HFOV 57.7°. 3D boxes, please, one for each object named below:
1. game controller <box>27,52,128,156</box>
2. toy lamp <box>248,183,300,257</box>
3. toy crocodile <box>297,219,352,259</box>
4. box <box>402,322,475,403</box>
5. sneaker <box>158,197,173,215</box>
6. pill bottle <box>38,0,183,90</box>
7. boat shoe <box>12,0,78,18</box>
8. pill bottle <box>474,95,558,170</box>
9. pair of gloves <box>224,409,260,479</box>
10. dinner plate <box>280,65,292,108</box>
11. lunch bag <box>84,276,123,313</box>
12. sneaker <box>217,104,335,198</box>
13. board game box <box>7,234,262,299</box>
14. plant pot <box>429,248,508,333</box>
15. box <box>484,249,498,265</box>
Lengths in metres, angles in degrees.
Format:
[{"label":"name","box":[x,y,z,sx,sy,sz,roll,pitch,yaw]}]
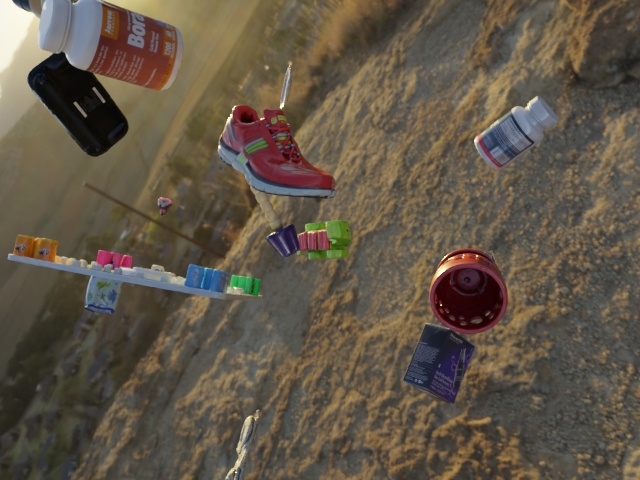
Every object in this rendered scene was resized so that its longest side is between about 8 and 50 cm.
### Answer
[{"label":"game controller","box":[-0.700,-0.397,1.706,0.067,0.319,0.166,23,64,37]},{"label":"toy lamp","box":[-0.132,-0.088,1.404,0.080,0.275,0.080,-26,3,2]},{"label":"toy crocodile","box":[0.000,0.000,1.757,0.340,0.105,0.115,-8,84,62]},{"label":"box","box":[0.380,0.391,1.857,0.108,0.153,0.207,7,68,53]},{"label":"sneaker","box":[-0.504,-0.106,1.875,0.119,0.047,0.057,-140,64,-78]},{"label":"pill bottle","box":[-0.358,-0.341,0.998,0.121,0.216,0.121,-11,76,50]},{"label":"boat shoe","box":[-0.649,-0.762,1.544,0.187,0.155,0.500,94,-169,-58]},{"label":"pill bottle","box":[0.480,-0.264,1.421,0.180,0.108,0.108,-39,36,33]},{"label":"pair of gloves","box":[-0.211,0.573,1.511,0.204,0.042,0.240,-75,3,-55]},{"label":"dinner plate","box":[-0.111,-0.505,1.921,0.141,0.017,0.141,-170,90,-76]},{"label":"lunch bag","box":[-0.618,0.141,1.654,0.151,0.096,0.129,-15,60,57]},{"label":"sneaker","box":[-0.076,-0.149,0.934,0.279,0.107,0.118,34,115,39]},{"label":"board game box","box":[-0.334,0.062,1.168,0.390,0.389,0.050,56,-136,-83]},{"label":"plant pot","box":[0.384,0.123,1.504,0.191,0.191,0.174,-47,-1,22]},{"label":"box","box":[0.525,0.070,1.848,0.059,0.169,0.054,-20,79,12]}]
